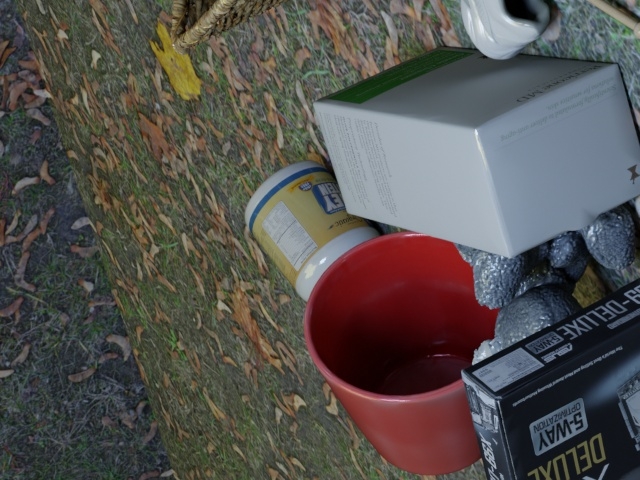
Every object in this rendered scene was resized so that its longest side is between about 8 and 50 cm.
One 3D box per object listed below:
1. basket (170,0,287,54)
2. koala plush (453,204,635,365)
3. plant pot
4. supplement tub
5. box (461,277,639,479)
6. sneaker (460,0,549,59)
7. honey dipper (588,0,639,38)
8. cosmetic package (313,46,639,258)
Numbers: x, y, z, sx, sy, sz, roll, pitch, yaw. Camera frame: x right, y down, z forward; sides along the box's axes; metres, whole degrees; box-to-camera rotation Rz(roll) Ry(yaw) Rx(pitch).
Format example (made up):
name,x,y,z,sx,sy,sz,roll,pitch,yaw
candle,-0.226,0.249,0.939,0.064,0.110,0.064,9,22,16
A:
name,x,y,z,sx,sy,sz,roll,pitch,yaw
basket,-0.101,-0.394,2.370,0.213,0.223,0.299,62,160,-1
koala plush,0.248,0.068,2.172,0.203,0.196,0.221,-148,43,-68
plant pot,0.134,0.162,2.502,0.275,0.275,0.243,45,164,37
supplement tub,0.000,0.000,2.731,0.199,0.144,0.144,51,157,25
box,0.311,0.180,2.003,0.076,0.307,0.242,38,148,54
sneaker,0.177,-0.309,2.042,0.232,0.090,0.115,56,154,-9
honey dipper,0.276,-0.245,1.949,0.161,0.030,0.030,43,152,38
cosmetic package,0.171,-0.106,2.132,0.365,0.197,0.155,14,125,61
